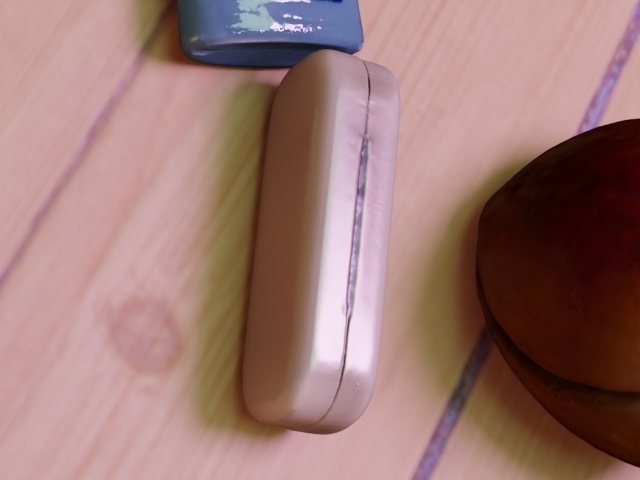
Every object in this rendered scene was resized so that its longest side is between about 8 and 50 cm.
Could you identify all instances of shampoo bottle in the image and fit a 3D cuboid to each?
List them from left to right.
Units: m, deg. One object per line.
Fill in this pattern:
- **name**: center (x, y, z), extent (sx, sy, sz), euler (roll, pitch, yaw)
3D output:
- **shampoo bottle**: center (-0.040, -0.224, 0.877), extent (0.104, 0.061, 0.258), euler (-2, 79, -30)

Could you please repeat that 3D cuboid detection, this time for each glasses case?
- **glasses case**: center (0.000, 0.000, 0.836), extent (0.050, 0.083, 0.196), euler (13, 75, -27)

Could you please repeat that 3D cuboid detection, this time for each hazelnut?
- **hazelnut**: center (0.180, 0.023, 0.884), extent (0.208, 0.208, 0.208), euler (6, 76, -27)
